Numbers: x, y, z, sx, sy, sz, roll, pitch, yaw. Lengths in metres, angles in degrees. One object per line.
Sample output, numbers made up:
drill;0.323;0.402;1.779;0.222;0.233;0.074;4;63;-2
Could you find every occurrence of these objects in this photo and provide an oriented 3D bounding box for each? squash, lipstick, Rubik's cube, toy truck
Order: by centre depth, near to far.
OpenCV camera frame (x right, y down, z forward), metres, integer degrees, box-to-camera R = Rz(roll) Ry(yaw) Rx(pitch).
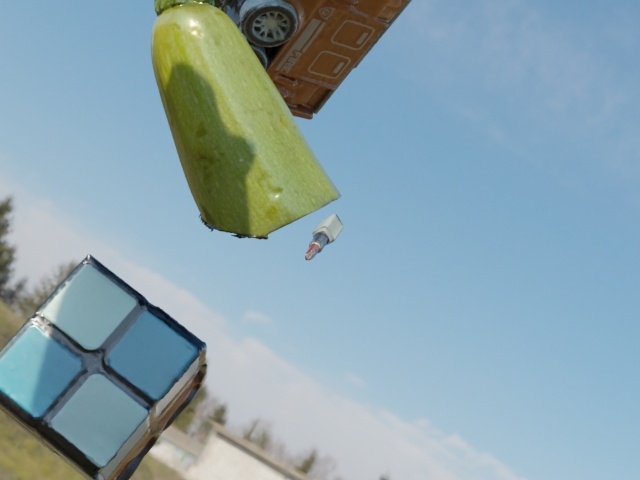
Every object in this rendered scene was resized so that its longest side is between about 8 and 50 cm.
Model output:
squash;-0.107;-0.133;0.934;0.288;0.137;0.137;60;-18;-2
Rubik's cube;-0.240;0.152;1.075;0.167;0.183;0.180;35;-18;7
toy truck;0.011;-0.336;1.234;0.206;0.173;0.387;16;-45;-31
lipstick;0.000;0.000;1.293;0.025;0.107;0.025;-27;-77;30
